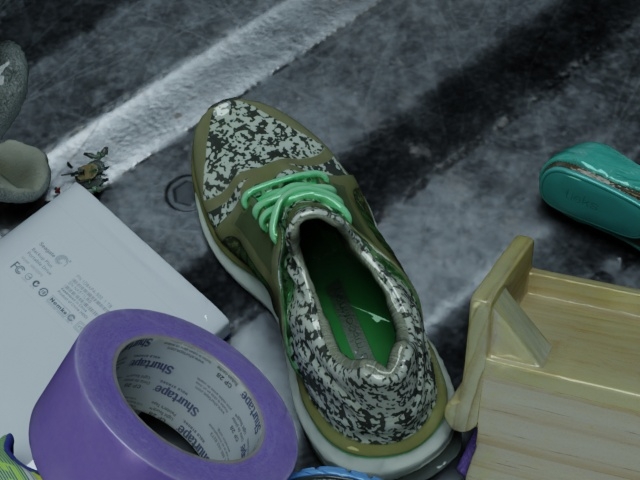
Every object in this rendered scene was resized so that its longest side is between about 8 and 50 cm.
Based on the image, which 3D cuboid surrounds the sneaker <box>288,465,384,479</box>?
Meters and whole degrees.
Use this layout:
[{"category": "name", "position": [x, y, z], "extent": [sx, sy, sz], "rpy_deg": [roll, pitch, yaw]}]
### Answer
[{"category": "sneaker", "position": [0.040, 0.230, 0.863], "extent": [0.188, 0.067, 0.078], "rpy_deg": [17, 52, 9]}]

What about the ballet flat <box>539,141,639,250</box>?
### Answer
[{"category": "ballet flat", "position": [0.320, -0.021, 1.018], "extent": [0.247, 0.083, 0.087], "rpy_deg": [33, 49, 20]}]

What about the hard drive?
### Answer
[{"category": "hard drive", "position": [-0.265, 0.111, 0.963], "extent": [0.210, 0.040, 0.318], "rpy_deg": [40, 65, 20]}]

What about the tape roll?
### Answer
[{"category": "tape roll", "position": [-0.116, 0.144, 0.843], "extent": [0.189, 0.080, 0.189], "rpy_deg": [29, 24, -14]}]

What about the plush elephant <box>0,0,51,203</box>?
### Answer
[{"category": "plush elephant", "position": [-0.389, -0.102, 1.001], "extent": [0.271, 0.255, 0.330], "rpy_deg": [-9, 100, -12]}]

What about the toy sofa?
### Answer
[{"category": "toy sofa", "position": [0.289, 0.129, 0.856], "extent": [0.362, 0.177, 0.150], "rpy_deg": [11, 25, 20]}]

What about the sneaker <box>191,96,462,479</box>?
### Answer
[{"category": "sneaker", "position": [0.000, 0.000, 0.951], "extent": [0.158, 0.182, 0.410], "rpy_deg": [-23, 58, -13]}]

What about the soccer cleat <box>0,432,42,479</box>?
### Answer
[{"category": "soccer cleat", "position": [-0.142, 0.233, 0.836], "extent": [0.289, 0.093, 0.121], "rpy_deg": [23, 49, 4]}]

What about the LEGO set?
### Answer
[{"category": "LEGO set", "position": [-0.233, -0.055, 1.098], "extent": [0.083, 0.023, 0.054], "rpy_deg": [-37, 59, -6]}]
